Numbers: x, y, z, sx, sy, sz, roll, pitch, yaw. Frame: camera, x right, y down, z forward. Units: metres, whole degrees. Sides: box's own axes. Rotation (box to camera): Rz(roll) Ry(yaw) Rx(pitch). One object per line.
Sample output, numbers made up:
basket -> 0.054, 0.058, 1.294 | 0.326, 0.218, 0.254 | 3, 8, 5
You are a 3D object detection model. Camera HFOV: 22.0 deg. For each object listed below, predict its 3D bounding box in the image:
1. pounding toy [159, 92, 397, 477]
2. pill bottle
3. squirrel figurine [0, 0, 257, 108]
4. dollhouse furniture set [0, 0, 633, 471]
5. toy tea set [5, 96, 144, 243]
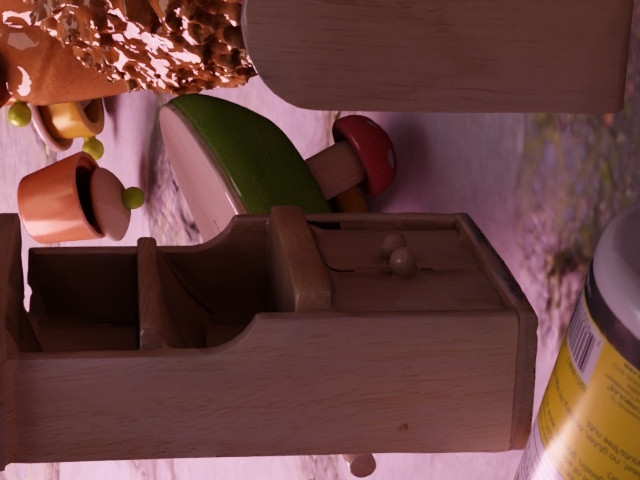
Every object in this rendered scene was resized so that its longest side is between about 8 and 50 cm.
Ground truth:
pounding toy -> 0.000, 0.000, 1.014 | 0.237, 0.110, 0.183 | 67, 168, -20
pill bottle -> 0.149, 0.095, 0.709 | 0.119, 0.119, 0.208 | 55, 142, 44
squirrel figurine -> -0.169, -0.233, 1.113 | 0.397, 0.281, 0.370 | -126, 33, -49
dollhouse furniture set -> -0.034, -0.112, 0.755 | 0.362, 0.256, 0.394 | -112, 22, -70
toy tea set -> -0.212, -0.165, 1.378 | 0.200, 0.124, 0.336 | -64, -41, -69
